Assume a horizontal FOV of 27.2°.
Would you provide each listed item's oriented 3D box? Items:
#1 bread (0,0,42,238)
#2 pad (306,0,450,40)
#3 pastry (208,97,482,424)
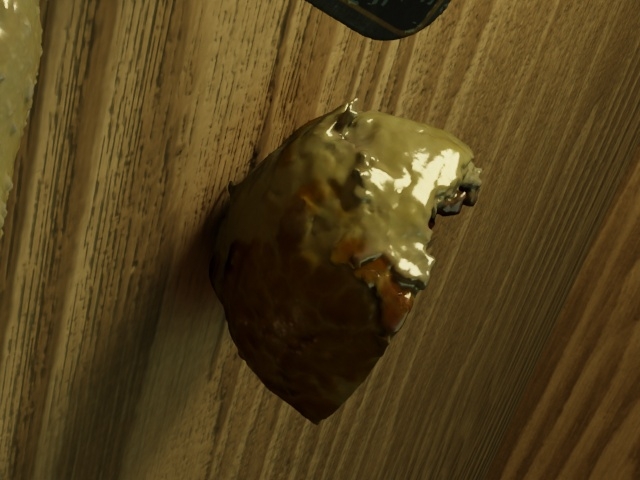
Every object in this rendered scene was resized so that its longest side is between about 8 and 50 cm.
[{"bbox_3d":[-0.172,-0.010,0.571,0.316,0.054,0.316,-166,-90,-71],"label":"bread"},{"bbox_3d":[0.108,-0.273,0.751,0.315,0.063,0.375,24,115,-35],"label":"pad"},{"bbox_3d":[-0.006,0.008,1.088,0.256,0.170,0.237,-36,-155,52],"label":"pastry"}]
